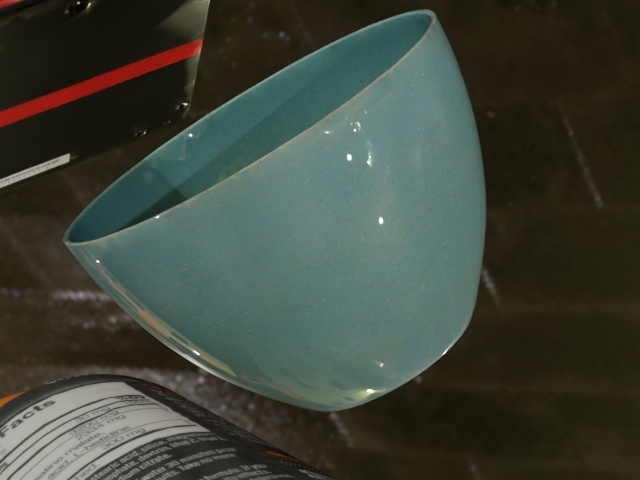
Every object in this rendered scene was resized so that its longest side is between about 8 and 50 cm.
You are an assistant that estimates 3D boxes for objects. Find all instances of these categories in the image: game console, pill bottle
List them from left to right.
[{"bbox_3d":[-0.276,-0.142,1.322,0.060,0.386,0.342,61,159,16],"label":"game console"},{"bbox_3d":[-0.058,0.121,0.507,0.130,0.130,0.245,49,164,-28],"label":"pill bottle"}]

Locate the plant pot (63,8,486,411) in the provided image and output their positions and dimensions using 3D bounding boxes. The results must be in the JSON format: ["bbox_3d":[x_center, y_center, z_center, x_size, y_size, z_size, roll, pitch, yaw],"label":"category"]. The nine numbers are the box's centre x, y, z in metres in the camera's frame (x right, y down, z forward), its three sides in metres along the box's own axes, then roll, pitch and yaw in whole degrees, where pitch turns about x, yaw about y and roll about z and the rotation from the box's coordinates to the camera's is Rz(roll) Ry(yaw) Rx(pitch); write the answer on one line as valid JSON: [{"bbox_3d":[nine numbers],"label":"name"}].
[{"bbox_3d":[0.000,0.000,1.022,0.290,0.290,0.195,-17,111,45],"label":"plant pot"}]
